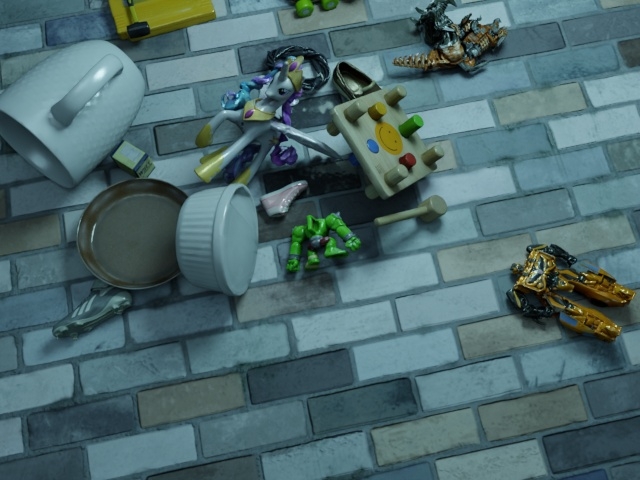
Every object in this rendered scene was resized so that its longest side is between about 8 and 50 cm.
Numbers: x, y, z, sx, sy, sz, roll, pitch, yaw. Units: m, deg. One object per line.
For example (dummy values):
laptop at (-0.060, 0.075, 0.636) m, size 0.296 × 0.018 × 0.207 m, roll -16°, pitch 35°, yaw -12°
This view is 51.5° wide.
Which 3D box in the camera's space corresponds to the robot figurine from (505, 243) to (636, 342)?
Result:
robot figurine at (0.613, 0.123, 1.646) m, size 0.291 × 0.085 × 0.211 m, roll 26°, pitch 74°, yaw 7°

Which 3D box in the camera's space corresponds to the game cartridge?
game cartridge at (-0.483, -0.751, 1.931) m, size 0.286 × 0.052 × 0.323 m, roll -18°, pitch 73°, yaw -6°

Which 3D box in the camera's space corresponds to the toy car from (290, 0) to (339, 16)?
toy car at (-0.031, -0.756, 1.861) m, size 0.149 × 0.188 × 0.154 m, roll -19°, pitch 74°, yaw -6°

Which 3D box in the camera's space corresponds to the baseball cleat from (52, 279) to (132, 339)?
baseball cleat at (-0.572, 0.165, 1.648) m, size 0.206 × 0.072 × 0.109 m, roll -24°, pitch 61°, yaw -12°

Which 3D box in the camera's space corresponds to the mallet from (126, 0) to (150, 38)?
mallet at (-0.538, -0.647, 1.864) m, size 0.062 × 0.039 × 0.189 m, roll -24°, pitch 73°, yaw -10°

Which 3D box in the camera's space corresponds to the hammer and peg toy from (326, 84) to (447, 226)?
hammer and peg toy at (0.189, -0.200, 1.644) m, size 0.266 × 0.127 × 0.361 m, roll -30°, pitch 88°, yaw -46°

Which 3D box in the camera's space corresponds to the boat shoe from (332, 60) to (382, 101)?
boat shoe at (0.129, -0.389, 1.797) m, size 0.257 × 0.095 × 0.095 m, roll 40°, pitch 77°, yaw 11°

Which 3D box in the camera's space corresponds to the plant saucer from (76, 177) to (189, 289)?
plant saucer at (-0.457, -0.014, 1.688) m, size 0.311 × 0.050 × 0.310 m, roll 2°, pitch 66°, yaw -5°

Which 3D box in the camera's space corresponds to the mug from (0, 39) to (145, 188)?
mug at (-0.596, -0.346, 1.647) m, size 0.276 × 0.374 × 0.328 m, roll 45°, pitch 66°, yaw -18°

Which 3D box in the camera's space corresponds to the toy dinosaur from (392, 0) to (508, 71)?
toy dinosaur at (0.357, -0.558, 1.830) m, size 0.322 × 0.164 × 0.218 m, roll -24°, pitch 90°, yaw -29°

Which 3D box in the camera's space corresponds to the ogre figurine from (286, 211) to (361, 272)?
ogre figurine at (0.000, 0.000, 1.672) m, size 0.197 × 0.097 × 0.118 m, roll -29°, pitch 62°, yaw 37°

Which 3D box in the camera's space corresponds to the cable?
cable at (-0.064, -0.490, 1.843) m, size 0.185 × 0.047 × 0.150 m, roll 33°, pitch 64°, yaw 10°

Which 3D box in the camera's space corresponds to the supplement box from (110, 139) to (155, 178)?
supplement box at (-0.493, -0.208, 1.745) m, size 0.083 × 0.083 × 0.056 m, roll 31°, pitch 76°, yaw 10°

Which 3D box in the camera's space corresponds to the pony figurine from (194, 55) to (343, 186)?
pony figurine at (-0.132, -0.279, 1.666) m, size 0.363 × 0.351 × 0.302 m, roll -43°, pitch 73°, yaw 7°

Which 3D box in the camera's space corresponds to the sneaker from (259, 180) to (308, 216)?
sneaker at (-0.086, -0.103, 1.733) m, size 0.134 × 0.051 × 0.070 m, roll -23°, pitch 76°, yaw -4°

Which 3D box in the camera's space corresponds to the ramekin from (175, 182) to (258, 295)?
ramekin at (-0.248, -0.004, 1.598) m, size 0.127 × 0.273 × 0.272 m, roll 2°, pitch 73°, yaw 12°
